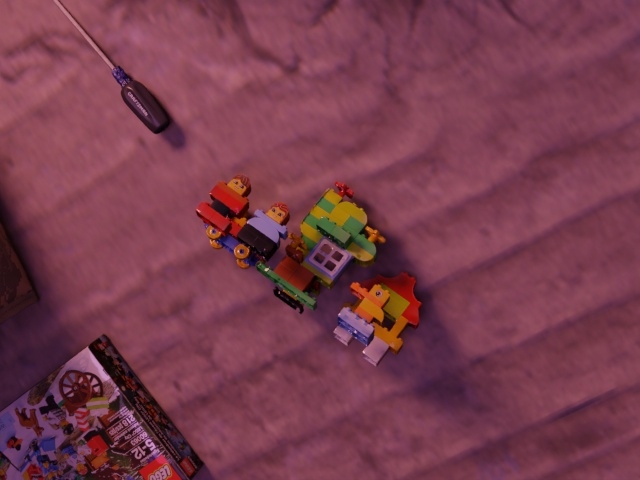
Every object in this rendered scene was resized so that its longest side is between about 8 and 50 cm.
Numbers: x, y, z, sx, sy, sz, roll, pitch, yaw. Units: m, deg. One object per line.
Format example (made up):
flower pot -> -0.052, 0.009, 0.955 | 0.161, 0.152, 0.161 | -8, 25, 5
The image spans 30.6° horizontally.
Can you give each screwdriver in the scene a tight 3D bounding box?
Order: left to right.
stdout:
screwdriver -> -0.192, -0.164, 1.041 | 0.170, 0.024, 0.025 | 53, 137, 0

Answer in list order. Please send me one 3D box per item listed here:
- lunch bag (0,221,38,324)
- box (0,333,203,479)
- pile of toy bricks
lunch bag -> -0.402, 0.012, 0.989 | 0.169, 0.287, 0.235 | -20, 98, 16
box -> -0.250, 0.219, 1.126 | 0.233, 0.044, 0.159 | -37, 92, 18
pile of toy bricks -> 0.000, 0.000, 1.001 | 0.212, 0.118, 0.105 | 35, 75, 13
